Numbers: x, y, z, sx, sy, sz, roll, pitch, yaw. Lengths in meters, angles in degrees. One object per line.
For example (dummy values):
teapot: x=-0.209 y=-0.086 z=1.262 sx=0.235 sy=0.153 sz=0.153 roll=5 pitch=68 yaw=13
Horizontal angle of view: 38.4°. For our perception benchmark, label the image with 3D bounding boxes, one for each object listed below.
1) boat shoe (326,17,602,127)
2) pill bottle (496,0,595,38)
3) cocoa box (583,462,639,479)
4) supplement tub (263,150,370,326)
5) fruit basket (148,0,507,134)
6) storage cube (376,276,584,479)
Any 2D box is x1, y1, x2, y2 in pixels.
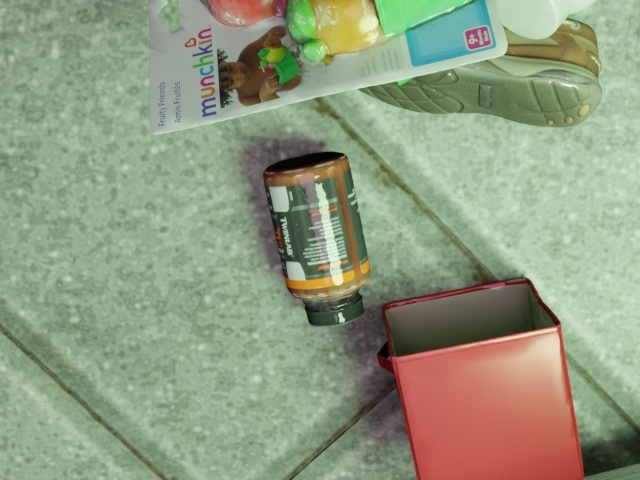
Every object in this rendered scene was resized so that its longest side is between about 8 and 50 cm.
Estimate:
boat shoe: x=0.157 y=-0.216 z=1.045 sx=0.324 sy=0.123 sz=0.117 roll=13 pitch=70 yaw=7
pill bottle: x=0.266 y=-0.318 z=0.962 sx=0.121 sy=0.121 sz=0.216 roll=42 pitch=73 yaw=-8
cocoa box: x=0.325 y=0.402 z=0.988 sx=0.347 sy=0.231 sz=0.228 roll=-15 pitch=99 yaw=4
supplement tub: x=0.000 y=0.000 z=1.093 sx=0.106 sy=0.106 sz=0.198 roll=-11 pitch=102 yaw=4
fruit basket: x=-0.015 y=-0.278 z=0.942 sx=0.352 sy=0.327 sz=0.165 roll=-9 pitch=147 yaw=4
storage cube: x=0.185 y=0.175 z=1.091 sx=0.214 sy=0.184 sz=0.193 roll=-12 pitch=104 yaw=4
